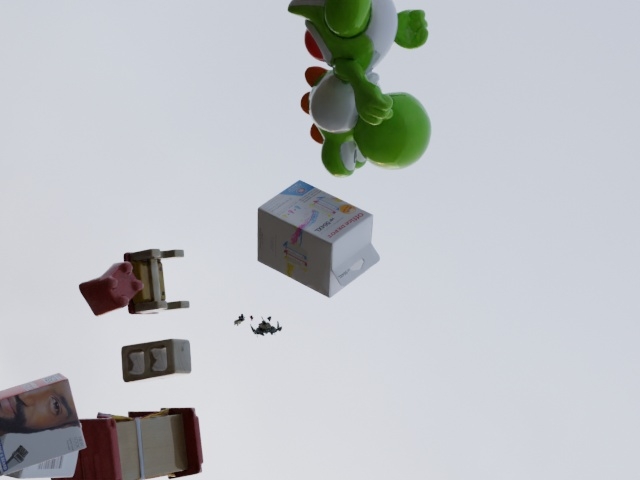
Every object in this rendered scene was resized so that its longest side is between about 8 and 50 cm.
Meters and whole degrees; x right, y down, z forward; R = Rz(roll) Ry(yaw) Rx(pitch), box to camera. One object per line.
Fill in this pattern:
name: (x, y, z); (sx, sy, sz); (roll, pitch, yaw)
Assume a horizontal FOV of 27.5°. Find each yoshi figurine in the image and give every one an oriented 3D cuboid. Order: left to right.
yoshi figurine: (0.083, -0.245, 1.797); (0.203, 0.203, 0.362); (-130, -144, -51)

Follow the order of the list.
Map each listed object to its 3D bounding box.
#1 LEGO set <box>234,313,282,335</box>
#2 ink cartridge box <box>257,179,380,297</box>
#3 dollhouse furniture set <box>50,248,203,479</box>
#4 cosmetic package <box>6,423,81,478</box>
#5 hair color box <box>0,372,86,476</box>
LEGO set: (-0.098, 0.140, 2.106); (0.083, 0.054, 0.023); (20, -59, 39)
ink cartridge box: (0.000, 0.000, 1.707); (0.143, 0.092, 0.090); (25, -48, 29)
dollhouse furniture set: (-0.318, 0.203, 2.050); (0.152, 0.201, 0.374); (-12, -99, 36)
cosmetic package: (-0.468, 0.282, 1.873); (0.231, 0.117, 0.085); (7, -95, 30)
hair color box: (-0.378, 0.230, 1.582); (0.053, 0.167, 0.093); (8, -67, 66)
